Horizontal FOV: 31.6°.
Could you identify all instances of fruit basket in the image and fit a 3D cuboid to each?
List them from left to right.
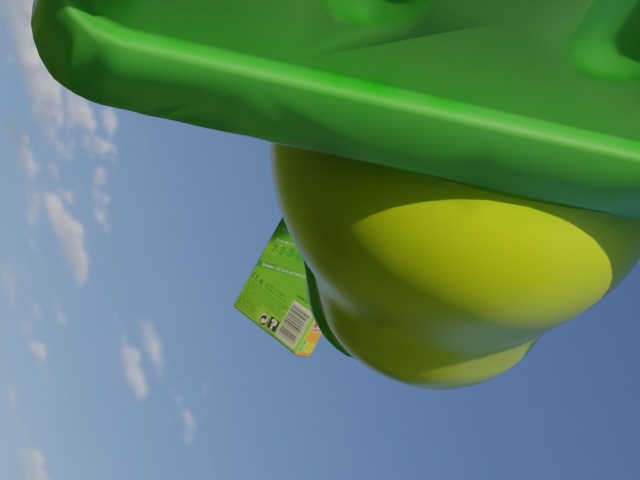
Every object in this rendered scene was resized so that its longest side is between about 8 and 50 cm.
[{"bbox_3d":[0.085,-0.103,0.454,0.392,0.392,0.282,141,-39,-62],"label":"fruit basket"}]

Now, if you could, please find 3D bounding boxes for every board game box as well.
[{"bbox_3d":[0.000,0.000,1.375,0.124,0.039,0.259,34,-79,38],"label":"board game box"}]
